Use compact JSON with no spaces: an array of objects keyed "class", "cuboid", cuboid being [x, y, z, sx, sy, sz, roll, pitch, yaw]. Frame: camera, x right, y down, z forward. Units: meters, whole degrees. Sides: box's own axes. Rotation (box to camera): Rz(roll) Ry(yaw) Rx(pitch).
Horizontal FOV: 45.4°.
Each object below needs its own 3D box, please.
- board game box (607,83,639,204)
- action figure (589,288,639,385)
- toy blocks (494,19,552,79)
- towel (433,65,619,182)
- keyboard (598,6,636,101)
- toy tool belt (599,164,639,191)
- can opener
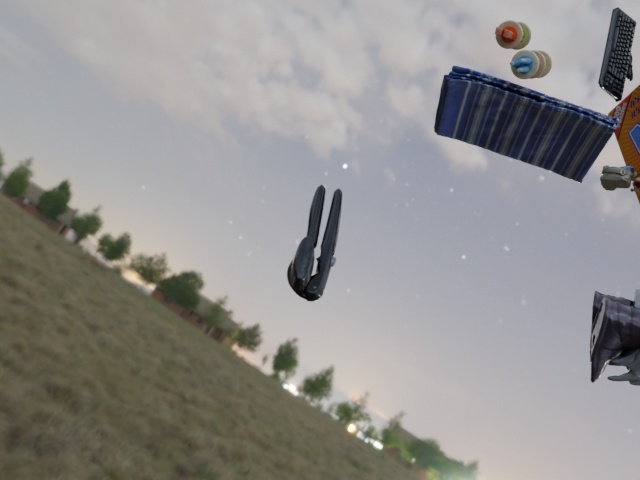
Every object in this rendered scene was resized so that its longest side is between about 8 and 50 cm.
[{"class":"board game box","cuboid":[0.870,-0.193,1.516,0.356,0.357,0.356,3,-29,-22]},{"class":"action figure","cuboid":[0.376,0.090,0.640,0.284,0.099,0.185,4,21,19]},{"class":"toy blocks","cuboid":[0.363,-0.352,1.409,0.123,0.054,0.148,56,31,7]},{"class":"towel","cuboid":[0.394,-0.223,1.529,0.335,0.040,0.243,21,-20,9]},{"class":"keyboard","cuboid":[0.626,-0.380,1.588,0.108,0.180,0.023,23,-13,-38]},{"class":"toy tool belt","cuboid":[0.597,-0.129,1.509,0.083,0.051,0.052,5,-37,30]},{"class":"can opener","cuboid":[0.000,0.000,1.043,0.059,0.186,0.073,22,-37,-5]}]
